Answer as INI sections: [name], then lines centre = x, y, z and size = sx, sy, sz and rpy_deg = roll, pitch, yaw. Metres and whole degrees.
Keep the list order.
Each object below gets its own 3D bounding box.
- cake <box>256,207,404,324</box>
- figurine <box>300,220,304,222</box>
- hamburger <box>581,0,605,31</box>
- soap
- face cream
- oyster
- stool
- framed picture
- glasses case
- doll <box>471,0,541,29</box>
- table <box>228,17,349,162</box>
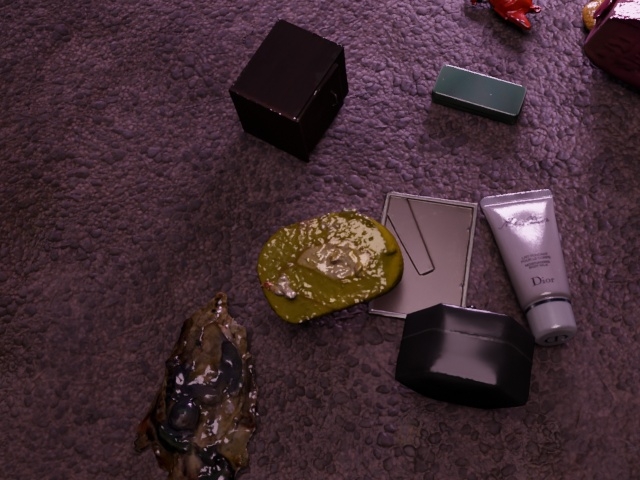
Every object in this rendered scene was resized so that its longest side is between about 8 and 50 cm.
[cake]
centre = 0.018, 0.042, 1.442
size = 0.260, 0.156, 0.179
rpy_deg = -20, 88, 9
[figurine]
centre = 0.000, 0.000, 1.546
size = 0.109, 0.047, 0.064
rpy_deg = 37, 101, 11
[hamburger]
centre = 0.593, -0.472, 1.654
size = 0.076, 0.044, 0.083
rpy_deg = -22, 71, -1
[soap]
centre = 0.683, -0.379, 1.514
size = 0.325, 0.220, 0.127
rpy_deg = 35, 70, 10
[face cream]
centre = 0.403, 0.043, 1.471
size = 0.143, 0.089, 0.314
rpy_deg = -9, 58, 3
[oyster]
centre = -0.201, 0.277, 1.441
size = 0.221, 0.096, 0.361
rpy_deg = 19, 75, 6
[stool]
centre = 0.249, 0.203, 1.351
size = 0.232, 0.232, 0.141
rpy_deg = 8, 69, 10
[framed picture]
centre = 0.201, 0.034, 1.519
size = 0.189, 0.023, 0.260
rpy_deg = 7, 70, 9
[glasses case]
centre = 0.329, -0.304, 1.623
size = 0.184, 0.039, 0.077
rpy_deg = 19, 72, 13
[doll]
centre = 0.398, -0.525, 1.688
size = 0.169, 0.057, 0.109
rpy_deg = 28, 77, 15
[table]
centre = -0.052, -0.305, 1.599
size = 0.172, 0.169, 0.193
rpy_deg = 28, 74, 15
